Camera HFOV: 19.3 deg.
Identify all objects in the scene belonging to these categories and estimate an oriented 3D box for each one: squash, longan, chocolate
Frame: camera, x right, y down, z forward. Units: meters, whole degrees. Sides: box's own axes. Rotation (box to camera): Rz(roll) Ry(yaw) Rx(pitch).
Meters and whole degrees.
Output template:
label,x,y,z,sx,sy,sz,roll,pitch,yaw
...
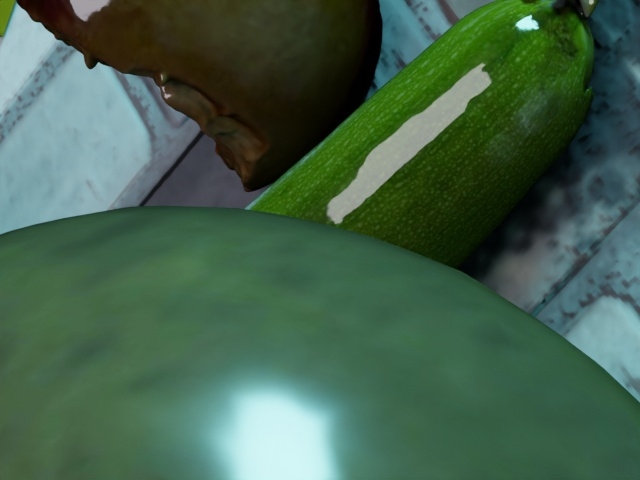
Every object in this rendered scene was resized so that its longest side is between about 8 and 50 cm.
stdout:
label,x,y,z,sx,sy,sz,roll,pitch,yaw
squash,0.001,0.002,0.718,0.318,0.071,0.080,-43,53,26
longan,-0.038,0.161,0.542,0.361,0.361,0.360,-12,71,40
chocolate,-0.051,-0.089,0.749,0.124,0.133,0.127,9,88,39

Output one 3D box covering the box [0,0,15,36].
label,x,y,z,sx,sy,sz,roll,pitch,yaw
box,-0.200,-0.165,0.976,0.155,0.023,0.086,25,94,43
